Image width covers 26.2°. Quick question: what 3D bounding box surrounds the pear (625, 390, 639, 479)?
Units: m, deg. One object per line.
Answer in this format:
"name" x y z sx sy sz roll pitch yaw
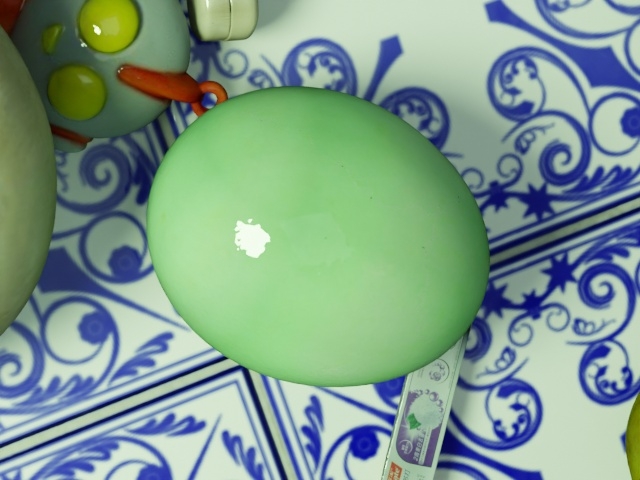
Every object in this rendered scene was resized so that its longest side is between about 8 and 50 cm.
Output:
"pear" 0.336 0.179 1.175 0.148 0.149 0.162 -7 93 -12

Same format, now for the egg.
"egg" 0.000 0.000 1.041 0.269 0.220 0.220 24 89 -26

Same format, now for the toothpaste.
"toothpaste" 0.089 0.127 1.166 0.047 0.040 0.196 13 92 -10

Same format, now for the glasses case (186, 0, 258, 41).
"glasses case" -0.083 -0.254 1.069 0.050 0.083 0.196 -6 95 -11

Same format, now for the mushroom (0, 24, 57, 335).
"mushroom" -0.358 -0.035 0.896 0.362 0.295 0.362 2 114 5

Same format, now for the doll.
"doll" -0.223 -0.169 1.030 0.336 0.105 0.200 26 103 -13
